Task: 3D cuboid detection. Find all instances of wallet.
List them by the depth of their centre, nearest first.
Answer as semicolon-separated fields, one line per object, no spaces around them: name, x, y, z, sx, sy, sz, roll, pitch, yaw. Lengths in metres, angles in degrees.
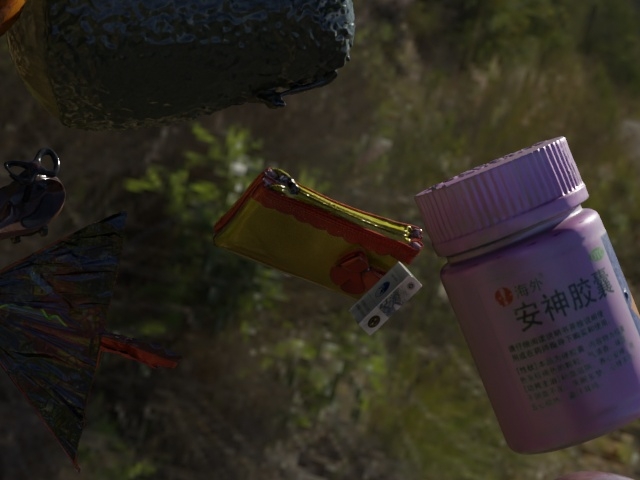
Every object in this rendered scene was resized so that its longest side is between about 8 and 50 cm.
wallet;0.000;0.000;2.048;0.241;0.141;0.067;20;48;-22

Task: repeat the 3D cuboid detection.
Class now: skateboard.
skateboard;-0.274;-0.027;1.355;0.151;0.080;0.067;-27;67;-36

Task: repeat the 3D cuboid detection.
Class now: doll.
doll;-0.141;-0.237;1.664;0.349;0.247;0.247;-4;10;1

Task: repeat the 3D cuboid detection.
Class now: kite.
kite;-0.203;0.076;1.304;0.189;0.232;0.009;16;21;-3

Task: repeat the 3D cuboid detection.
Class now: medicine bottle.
medicine bottle;0.224;0.056;1.679;0.178;0.291;0.178;-21;2;1

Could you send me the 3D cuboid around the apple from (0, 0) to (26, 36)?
apple;-0.335;-0.240;1.476;0.146;0.146;0.146;14;10;-2

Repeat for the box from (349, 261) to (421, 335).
box;0.074;0.066;1.875;0.024;0.083;0.054;45;3;-18

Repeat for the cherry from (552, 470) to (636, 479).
cherry;0.200;0.288;1.208;0.285;0.236;0.213;31;-25;-2
